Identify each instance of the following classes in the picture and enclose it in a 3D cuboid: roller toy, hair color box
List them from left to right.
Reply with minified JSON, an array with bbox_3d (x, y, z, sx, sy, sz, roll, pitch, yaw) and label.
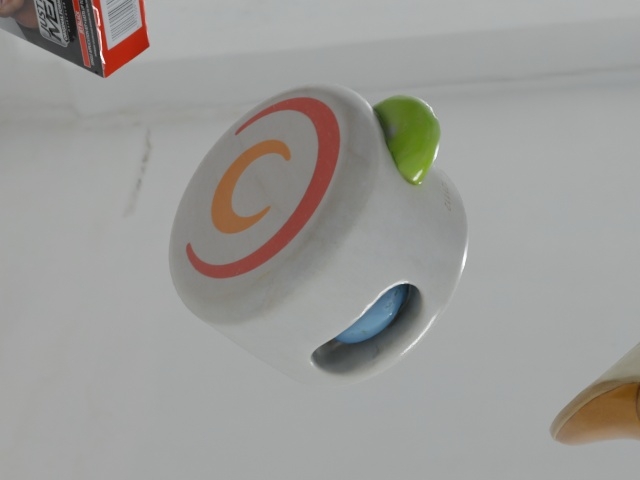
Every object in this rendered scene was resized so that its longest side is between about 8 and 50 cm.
[{"bbox_3d":[-0.168,-0.156,0.693,0.141,0.072,0.043,27,-129,26],"label":"hair color box"},{"bbox_3d":[0.000,0.000,0.846,0.209,0.146,0.191,1,-119,47],"label":"roller toy"}]

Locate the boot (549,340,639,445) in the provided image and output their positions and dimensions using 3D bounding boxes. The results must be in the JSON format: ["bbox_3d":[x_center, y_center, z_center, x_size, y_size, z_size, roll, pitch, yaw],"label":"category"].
[{"bbox_3d":[0.301,0.158,0.867,0.104,0.295,0.211,-33,-105,-28],"label":"boot"}]
